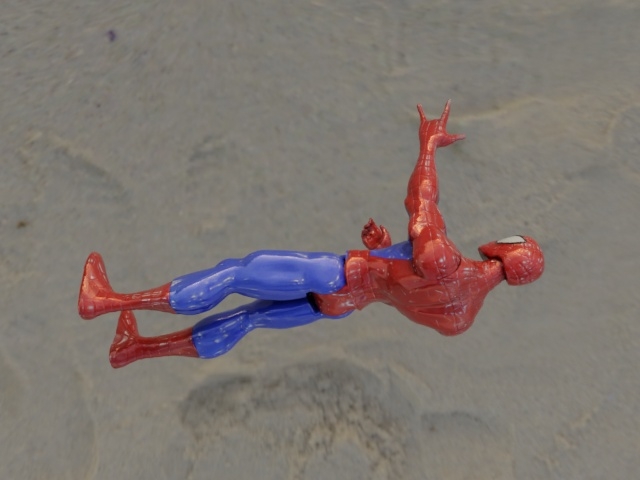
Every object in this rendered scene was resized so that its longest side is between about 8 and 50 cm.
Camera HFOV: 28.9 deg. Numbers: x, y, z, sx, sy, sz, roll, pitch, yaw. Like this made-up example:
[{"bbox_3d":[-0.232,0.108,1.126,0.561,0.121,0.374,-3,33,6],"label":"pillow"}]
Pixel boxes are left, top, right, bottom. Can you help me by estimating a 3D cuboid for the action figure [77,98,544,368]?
[{"bbox_3d":[0.000,0.000,0.786,0.280,0.139,0.091,-4,140,14],"label":"action figure"}]
